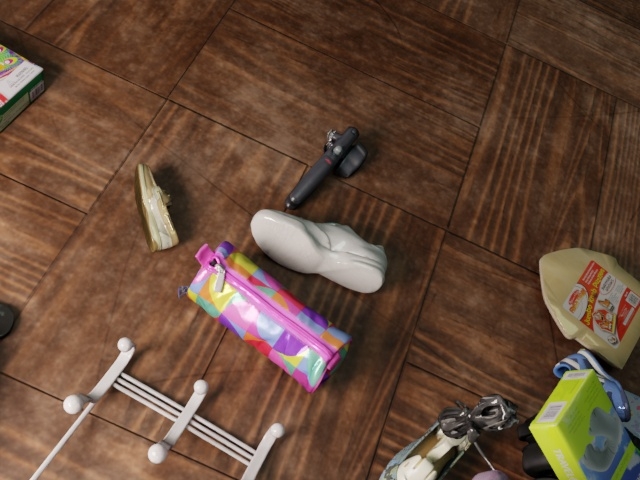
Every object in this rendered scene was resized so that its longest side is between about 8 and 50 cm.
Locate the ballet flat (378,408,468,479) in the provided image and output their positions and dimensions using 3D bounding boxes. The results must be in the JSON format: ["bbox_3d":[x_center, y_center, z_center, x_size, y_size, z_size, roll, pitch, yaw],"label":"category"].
[{"bbox_3d":[0.142,0.285,0.958,0.070,0.070,0.188,43,58,10],"label":"ballet flat"}]

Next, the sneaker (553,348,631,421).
[{"bbox_3d":[0.393,0.216,1.061,0.059,0.053,0.144,-15,27,-8],"label":"sneaker"}]

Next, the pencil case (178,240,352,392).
[{"bbox_3d":[-0.072,0.100,0.981,0.236,0.104,0.104,36,56,4],"label":"pencil case"}]

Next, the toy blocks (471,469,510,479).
[{"bbox_3d":[0.044,0.378,0.673,0.260,0.309,0.288,28,48,-49],"label":"toy blocks"}]

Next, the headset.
[{"bbox_3d":[0.322,0.311,0.928,0.394,0.185,0.243,32,55,-11],"label":"headset"}]

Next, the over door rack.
[{"bbox_3d":[-0.209,0.288,0.820,0.240,0.108,0.324,30,56,2],"label":"over door rack"}]

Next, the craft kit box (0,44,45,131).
[{"bbox_3d":[-0.572,-0.216,1.037,0.247,0.061,0.249,28,56,3],"label":"craft kit box"}]

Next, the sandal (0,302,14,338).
[{"bbox_3d":[-0.470,0.080,0.899,0.179,0.040,0.067,11,58,-11],"label":"sandal"}]

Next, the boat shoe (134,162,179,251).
[{"bbox_3d":[-0.235,-0.048,1.049,0.045,0.050,0.135,-8,73,-26],"label":"boat shoe"}]

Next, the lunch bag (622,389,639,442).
[{"bbox_3d":[0.439,0.259,1.075,0.083,0.053,0.071,24,52,28],"label":"lunch bag"}]

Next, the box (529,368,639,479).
[{"bbox_3d":[0.320,0.254,0.854,0.109,0.042,0.178,-38,102,-39],"label":"box"}]

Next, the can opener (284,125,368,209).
[{"bbox_3d":[0.008,-0.115,1.156,0.073,0.059,0.186,40,56,7],"label":"can opener"}]

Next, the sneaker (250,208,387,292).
[{"bbox_3d":[0.000,0.000,1.087,0.212,0.080,0.094,26,44,-10],"label":"sneaker"}]

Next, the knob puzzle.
[{"bbox_3d":[0.431,0.093,1.185,0.213,0.030,0.213,8,59,-13],"label":"knob puzzle"}]
